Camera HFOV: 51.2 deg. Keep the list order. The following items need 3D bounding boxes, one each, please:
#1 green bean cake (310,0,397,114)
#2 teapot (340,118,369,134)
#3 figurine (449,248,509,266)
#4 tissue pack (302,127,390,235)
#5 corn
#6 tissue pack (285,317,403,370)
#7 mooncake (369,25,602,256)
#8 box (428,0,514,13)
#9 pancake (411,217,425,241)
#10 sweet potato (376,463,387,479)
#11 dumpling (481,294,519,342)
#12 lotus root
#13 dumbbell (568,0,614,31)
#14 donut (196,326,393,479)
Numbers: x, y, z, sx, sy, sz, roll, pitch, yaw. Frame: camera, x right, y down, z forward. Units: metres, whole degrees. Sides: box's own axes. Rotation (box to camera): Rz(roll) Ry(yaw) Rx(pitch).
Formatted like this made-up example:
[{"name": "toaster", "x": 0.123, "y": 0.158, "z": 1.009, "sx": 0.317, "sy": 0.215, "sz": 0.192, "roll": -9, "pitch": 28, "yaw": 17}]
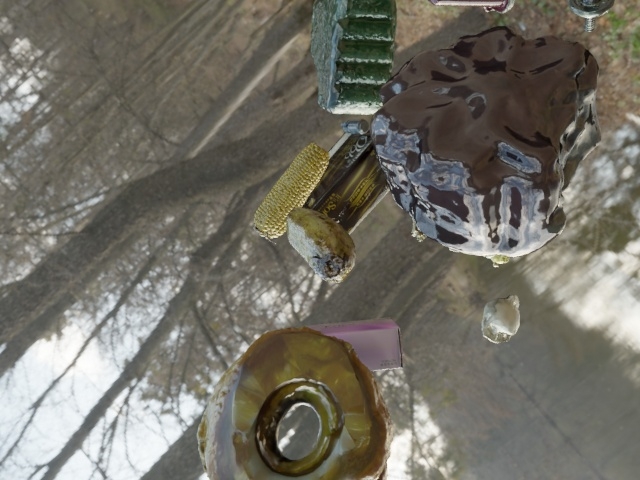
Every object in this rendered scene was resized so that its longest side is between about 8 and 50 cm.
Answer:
[{"name": "green bean cake", "x": 0.076, "y": -0.477, "z": 1.687, "sx": 0.308, "sy": 0.169, "sz": 0.300, "roll": -131, "pitch": 43, "yaw": -69}, {"name": "teapot", "x": 0.108, "y": -0.358, "z": 2.117, "sx": 0.083, "sy": 0.063, "sz": 0.049, "roll": 9, "pitch": 124, "yaw": 49}, {"name": "figurine", "x": 0.557, "y": 0.007, "z": 2.205, "sx": 0.155, "sy": 0.235, "sz": 0.127, "roll": 50, "pitch": -158, "yaw": -23}, {"name": "tissue pack", "x": 0.085, "y": -0.194, "z": 2.256, "sx": 0.210, "sy": 0.370, "sz": 0.198, "roll": 40, "pitch": -178, "yaw": -42}, {"name": "corn", "x": -0.081, "y": -0.137, "z": 1.883, "sx": 0.106, "sy": 0.305, "sz": 0.106, "roll": 35, "pitch": -167, "yaw": -9}, {"name": "tissue pack", "x": 0.048, "y": 0.231, "z": 1.446, "sx": 0.148, "sy": 0.246, "sz": 0.093, "roll": -136, "pitch": 41, "yaw": -87}, {"name": "mooncake", "x": 0.264, "y": -0.175, "z": 1.078, "sx": 0.212, "sy": 0.350, "sz": 0.381, "roll": 66, "pitch": -144, "yaw": -48}, {"name": "box", "x": 0.277, "y": -0.584, "z": 1.251, "sx": 0.193, "sy": 0.167, "sz": 0.294, "roll": -116, "pitch": 23, "yaw": -49}, {"name": "pancake", "x": 0.302, "y": -0.122, "z": 1.858, "sx": 0.266, "sy": 0.245, "sz": 0.057, "roll": 25, "pitch": -174, "yaw": -24}, {"name": "sweet potato", "x": 0.107, "y": 0.586, "z": 1.614, "sx": 0.112, "sy": 0.112, "sz": 0.359, "roll": 47, "pitch": -140, "yaw": -28}, {"name": "dumpling", "x": 0.583, "y": 0.255, "z": 2.115, "sx": 0.150, "sy": 0.092, "sz": 0.176, "roll": 59, "pitch": -144, "yaw": -22}, {"name": "lotus root", "x": 0.000, "y": 0.000, "z": 1.319, "sx": 0.258, "sy": 0.097, "sz": 0.110, "roll": -134, "pitch": 38, "yaw": -54}, {"name": "dumbbell", "x": 0.472, "y": -0.461, "z": 1.155, "sx": 0.082, "sy": 0.081, "sz": 0.254, "roll": 54, "pitch": 177, "yaw": 34}, {"name": "donut", "x": -0.034, "y": 0.302, "z": 1.056, "sx": 0.330, "sy": 0.330, "sz": 0.160, "roll": 51, "pitch": 162, "yaw": 9}]
